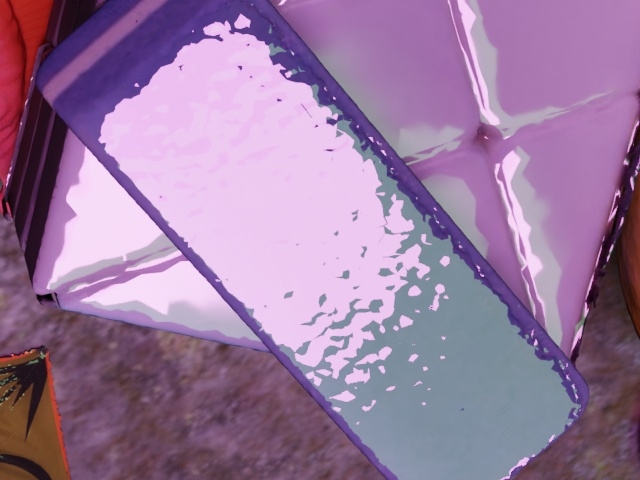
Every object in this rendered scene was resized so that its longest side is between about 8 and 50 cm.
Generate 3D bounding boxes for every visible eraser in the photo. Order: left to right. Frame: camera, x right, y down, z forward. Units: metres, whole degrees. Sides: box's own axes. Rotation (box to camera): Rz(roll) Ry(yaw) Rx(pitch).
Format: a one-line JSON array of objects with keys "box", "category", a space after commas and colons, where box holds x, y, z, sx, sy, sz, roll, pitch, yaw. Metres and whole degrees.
[{"box": [0.000, 0.000, 0.522, 0.082, 0.036, 0.225, -42, 104, -1], "category": "eraser"}]

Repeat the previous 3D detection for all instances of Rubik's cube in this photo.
[{"box": [-0.003, -0.075, 0.644, 0.231, 0.224, 0.221, 13, 96, -14], "category": "Rubik's cube"}]

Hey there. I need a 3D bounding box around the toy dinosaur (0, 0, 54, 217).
[{"box": [-0.165, -0.137, 0.708, 0.139, 0.070, 0.286, -26, 126, -20], "category": "toy dinosaur"}]

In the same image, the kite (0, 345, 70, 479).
[{"box": [-0.274, 0.183, 0.893, 0.327, 0.013, 0.377, -46, 126, 8], "category": "kite"}]

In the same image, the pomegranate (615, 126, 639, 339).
[{"box": [0.342, -0.045, 0.824, 0.410, 0.410, 0.410, -12, 125, -17], "category": "pomegranate"}]
